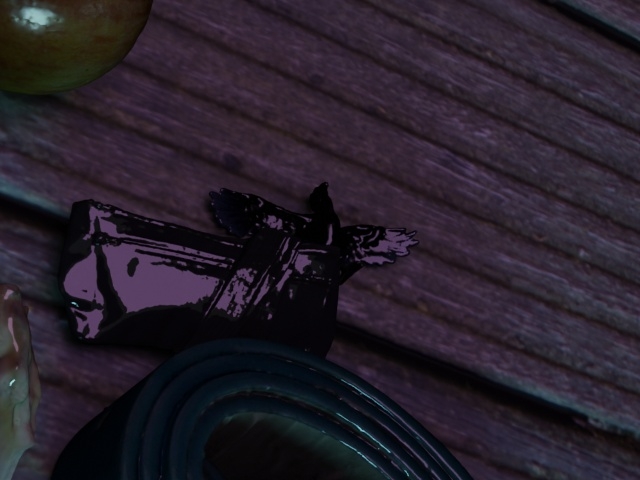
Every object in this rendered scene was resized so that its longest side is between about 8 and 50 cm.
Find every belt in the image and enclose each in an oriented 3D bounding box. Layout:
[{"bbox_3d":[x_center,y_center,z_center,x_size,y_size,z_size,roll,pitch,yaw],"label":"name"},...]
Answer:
[{"bbox_3d":[-0.005,0.275,1.205,0.436,0.173,0.300,48,48,-7],"label":"belt"}]

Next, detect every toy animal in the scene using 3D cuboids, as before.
[{"bbox_3d":[0.000,0.000,1.417,0.220,0.062,0.108,9,47,-30],"label":"toy animal"}]

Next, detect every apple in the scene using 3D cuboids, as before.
[{"bbox_3d":[-0.234,-0.222,1.252,0.188,0.211,0.211,13,62,-26],"label":"apple"}]

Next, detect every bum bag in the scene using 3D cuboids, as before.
[{"bbox_3d":[-0.099,0.042,1.305,0.248,0.060,0.123,11,82,-17],"label":"bum bag"}]

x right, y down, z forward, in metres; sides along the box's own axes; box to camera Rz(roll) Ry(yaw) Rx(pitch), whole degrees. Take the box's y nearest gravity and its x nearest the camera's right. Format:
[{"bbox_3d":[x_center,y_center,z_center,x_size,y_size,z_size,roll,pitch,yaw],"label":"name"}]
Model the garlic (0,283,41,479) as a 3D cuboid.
[{"bbox_3d":[-0.365,0.125,0.989,0.340,0.246,0.231,14,70,-51],"label":"garlic"}]
